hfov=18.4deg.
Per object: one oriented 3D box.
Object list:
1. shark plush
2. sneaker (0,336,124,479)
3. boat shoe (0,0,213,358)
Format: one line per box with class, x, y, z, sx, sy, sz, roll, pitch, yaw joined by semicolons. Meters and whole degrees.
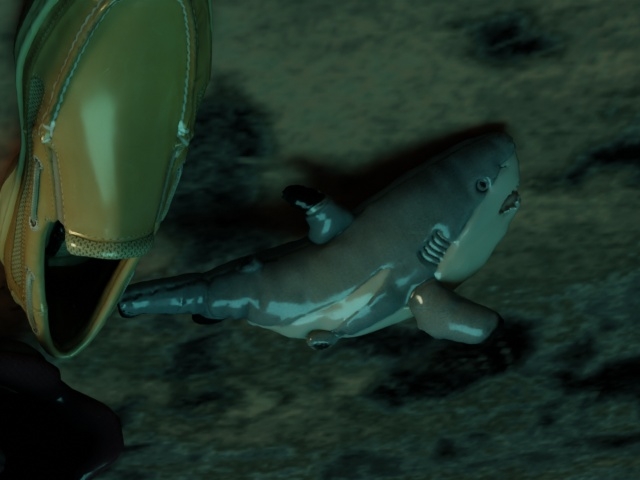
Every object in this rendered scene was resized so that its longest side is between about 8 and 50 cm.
shark plush;0.000;0.000;0.779;0.161;0.073;0.067;-6;126;2
sneaker;-0.197;0.060;0.710;0.281;0.106;0.162;4;171;-38
boat shoe;-0.073;-0.025;0.690;0.068;0.072;0.190;-2;145;-15
